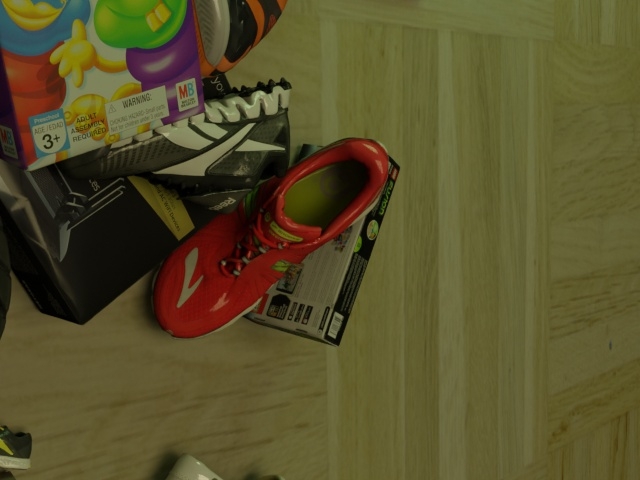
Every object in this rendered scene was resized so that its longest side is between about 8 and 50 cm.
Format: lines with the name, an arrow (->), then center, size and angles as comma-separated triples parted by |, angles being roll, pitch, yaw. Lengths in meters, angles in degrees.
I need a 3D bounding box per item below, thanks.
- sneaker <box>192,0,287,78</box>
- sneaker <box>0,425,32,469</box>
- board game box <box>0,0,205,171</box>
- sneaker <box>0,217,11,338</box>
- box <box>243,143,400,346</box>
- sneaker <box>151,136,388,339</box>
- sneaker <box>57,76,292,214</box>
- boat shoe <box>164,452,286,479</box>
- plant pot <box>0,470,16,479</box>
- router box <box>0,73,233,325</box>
sneaker -> -0.104, -0.299, 0.671 | 0.180, 0.124, 0.321 | -48, 138, -58
sneaker -> -0.283, 0.173, 0.717 | 0.083, 0.031, 0.035 | 28, 62, -46
board game box -> -0.184, -0.207, 0.532 | 0.144, 0.142, 0.275 | -28, 126, -38
sneaker -> -0.318, 0.109, 0.578 | 0.125, 0.139, 0.341 | 17, 90, -44
box -> 0.000, 0.000, 0.904 | 0.036, 0.114, 0.207 | 36, 70, -53
sneaker -> -0.052, -0.011, 0.801 | 0.279, 0.118, 0.107 | -40, 92, -4
sneaker -> -0.105, -0.067, 0.707 | 0.234, 0.078, 0.106 | -23, 108, -43
boat shoe -> -0.055, 0.300, 0.900 | 0.277, 0.098, 0.096 | 36, 71, -39
plant pot -> -0.285, 0.262, 0.675 | 0.096, 0.109, 0.109 | -3, 97, -32
router box -> -0.204, -0.124, 0.717 | 0.243, 0.081, 0.309 | -42, 122, -33
